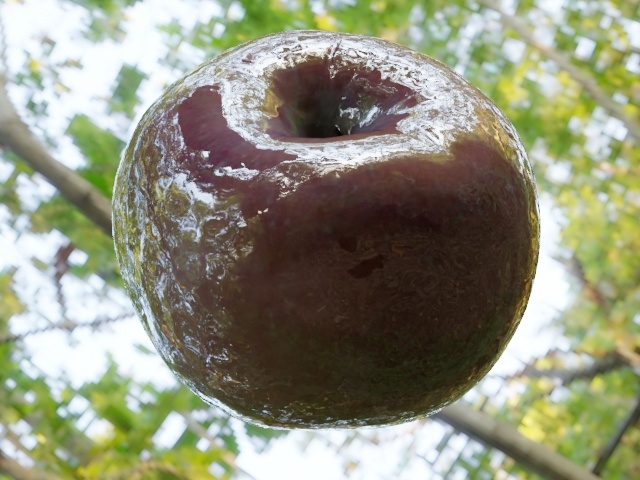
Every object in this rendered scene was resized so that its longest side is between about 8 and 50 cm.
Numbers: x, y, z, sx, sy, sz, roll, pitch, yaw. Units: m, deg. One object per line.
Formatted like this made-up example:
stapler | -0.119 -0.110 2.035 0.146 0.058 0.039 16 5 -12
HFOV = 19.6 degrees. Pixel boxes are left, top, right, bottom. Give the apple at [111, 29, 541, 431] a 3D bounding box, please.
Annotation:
apple | 0.000 0.000 1.246 0.306 0.306 0.235 -26 -50 -34
